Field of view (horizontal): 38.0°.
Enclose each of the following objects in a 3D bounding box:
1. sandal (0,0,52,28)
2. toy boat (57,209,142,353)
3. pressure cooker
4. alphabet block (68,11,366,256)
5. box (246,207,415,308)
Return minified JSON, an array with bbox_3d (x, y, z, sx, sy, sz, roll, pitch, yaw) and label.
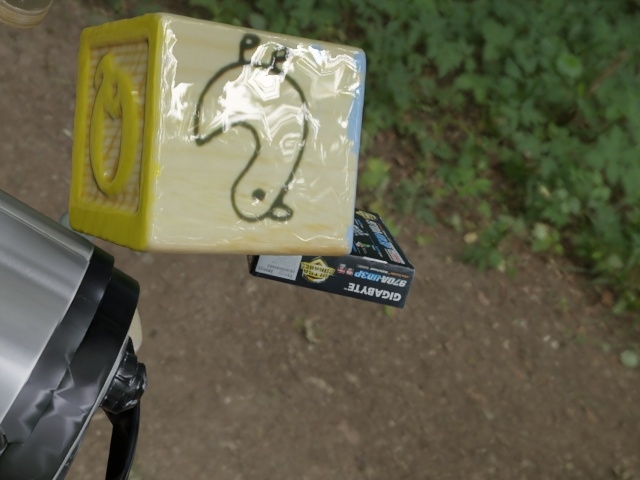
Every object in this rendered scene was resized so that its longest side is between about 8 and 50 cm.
[{"bbox_3d":[-0.282,-0.272,0.840,0.088,0.079,0.240,15,53,-33],"label":"sandal"},{"bbox_3d":[-0.376,0.060,1.437,0.267,0.148,0.318,54,29,-37],"label":"toy boat"},{"bbox_3d":[-0.358,0.122,0.828,0.420,0.369,0.375,31,-19,-16],"label":"pressure cooker"},{"bbox_3d":[-0.096,-0.089,0.829,0.197,0.192,0.193,1,4,-34],"label":"alphabet block"},{"bbox_3d":[0.000,0.000,1.086,0.175,0.051,0.220,13,16,-12],"label":"box"}]
